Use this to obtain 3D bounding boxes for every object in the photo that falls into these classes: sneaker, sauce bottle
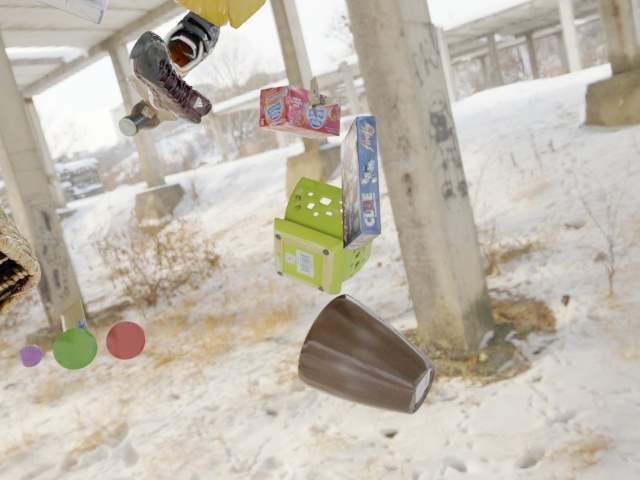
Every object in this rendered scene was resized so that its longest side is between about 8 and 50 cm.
[{"bbox_3d":[-0.324,-0.358,1.342,0.106,0.162,0.281,-59,-5,-11],"label":"sneaker"},{"bbox_3d":[-0.370,-0.576,1.687,0.127,0.126,0.321,-29,33,59],"label":"sneaker"},{"bbox_3d":[-0.624,-0.474,2.156,0.111,0.111,0.344,-10,26,24],"label":"sauce bottle"}]

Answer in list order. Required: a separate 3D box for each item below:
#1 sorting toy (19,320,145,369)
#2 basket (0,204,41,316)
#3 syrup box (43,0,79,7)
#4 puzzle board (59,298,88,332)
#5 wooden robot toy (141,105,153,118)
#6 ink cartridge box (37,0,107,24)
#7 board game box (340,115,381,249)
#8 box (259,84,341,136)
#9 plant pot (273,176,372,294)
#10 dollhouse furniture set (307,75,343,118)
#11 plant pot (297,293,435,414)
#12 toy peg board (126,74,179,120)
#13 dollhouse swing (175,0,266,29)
[{"bbox_3d":[-0.750,0.335,1.857,0.365,0.127,0.126,-7,-2,-21],"label":"sorting toy"},{"bbox_3d":[-0.596,0.090,0.907,0.299,0.213,0.223,-34,44,-18],"label":"basket"},{"bbox_3d":[-0.678,-0.647,1.443,0.093,0.096,0.237,22,16,-6],"label":"syrup box"},{"bbox_3d":[-0.796,0.268,1.892,0.096,0.128,0.011,-37,-30,14],"label":"puzzle board"},{"bbox_3d":[-0.498,-0.463,1.874,0.076,0.173,0.079,14,-12,48],"label":"wooden robot toy"},{"bbox_3d":[-0.824,-0.983,1.974,0.270,0.395,0.151,15,-6,-28],"label":"ink cartridge box"},{"bbox_3d":[0.081,-0.115,1.220,0.042,0.243,0.165,1,-13,-10],"label":"board game box"},{"bbox_3d":[-0.059,-0.397,1.829,0.128,0.122,0.257,5,3,39],"label":"box"},{"bbox_3d":[0.000,0.000,1.544,0.227,0.228,0.207,20,46,18],"label":"plant pot"},{"bbox_3d":[0.011,-0.400,1.535,0.081,0.114,0.091,-11,-29,8],"label":"dollhouse furniture set"},{"bbox_3d":[0.109,0.252,1.198,0.230,0.215,0.215,22,27,29],"label":"plant pot"},{"bbox_3d":[-0.482,-0.448,1.759,0.079,0.160,0.161,-46,30,-17],"label":"toy peg board"},{"bbox_3d":[-0.231,-0.812,1.600,0.347,0.315,0.305,36,53,28],"label":"dollhouse swing"}]
